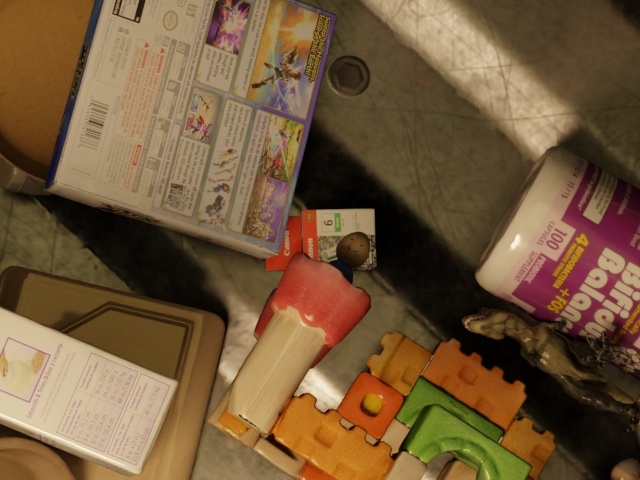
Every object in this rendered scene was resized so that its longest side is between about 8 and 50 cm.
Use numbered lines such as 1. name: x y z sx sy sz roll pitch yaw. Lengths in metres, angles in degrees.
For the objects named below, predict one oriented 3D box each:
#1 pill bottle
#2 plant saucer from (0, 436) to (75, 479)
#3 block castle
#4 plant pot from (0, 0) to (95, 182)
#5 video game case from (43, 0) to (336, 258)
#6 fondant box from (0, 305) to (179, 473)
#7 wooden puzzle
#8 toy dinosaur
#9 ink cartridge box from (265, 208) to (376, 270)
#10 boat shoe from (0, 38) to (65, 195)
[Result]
1. pill bottle: 0.324 0.045 1.705 0.301 0.169 0.169 30 80 1
2. plant saucer: -0.336 0.314 1.584 0.041 0.278 0.278 18 77 35
3. block castle: 0.130 0.192 1.599 0.453 0.303 0.213 33 78 0
4. plant pot: -0.262 -0.171 1.712 0.236 0.032 0.236 3 85 -34
5. video game case: -0.130 -0.143 1.717 0.244 0.061 0.270 18 77 -19
6. fondant box: -0.305 0.116 1.559 0.330 0.238 0.096 22 79 -5
7. wooden puzzle: -0.235 0.157 1.710 0.238 0.044 0.221 14 79 -7
8. toy dinosaur: 0.267 0.137 1.669 0.268 0.118 0.064 38 78 -18
9. ink cartridge box: 0.000 0.000 1.757 0.115 0.029 0.063 -1 80 -5
10. boat shoe: -0.288 -0.136 1.743 0.063 0.066 0.184 15 69 -32
